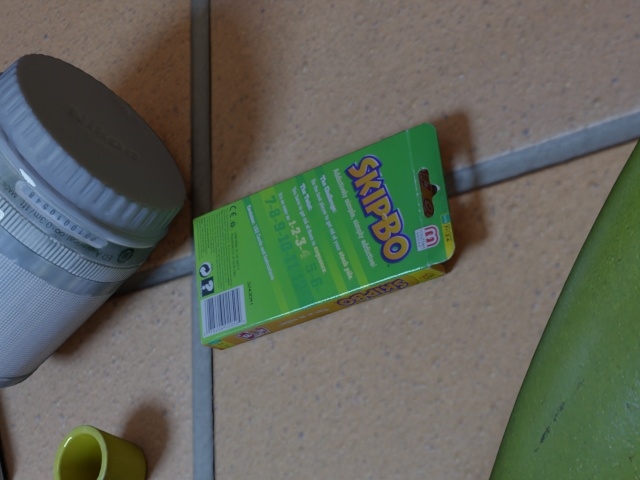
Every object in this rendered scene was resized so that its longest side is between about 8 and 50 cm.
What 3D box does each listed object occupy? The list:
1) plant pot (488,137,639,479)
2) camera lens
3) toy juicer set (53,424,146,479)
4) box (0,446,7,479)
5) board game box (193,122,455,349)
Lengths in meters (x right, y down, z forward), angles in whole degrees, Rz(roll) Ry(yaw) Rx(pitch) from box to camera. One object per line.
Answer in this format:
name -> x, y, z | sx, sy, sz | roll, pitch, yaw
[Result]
plant pot -> 0.223, 0.097, 0.613 | 0.293, 0.275, 0.274 | -55, 50, 24
camera lens -> -0.290, -0.010, 1.041 | 0.274, 0.219, 0.219 | -43, 54, 18
toy juicer set -> -0.171, 0.328, 0.917 | 0.209, 0.089, 0.329 | -53, 52, 9
box -> -0.435, 0.236, 1.173 | 0.220, 0.051, 0.175 | -38, 55, 21
board game box -> 0.000, 0.000, 0.939 | 0.259, 0.039, 0.124 | -22, 63, 33
